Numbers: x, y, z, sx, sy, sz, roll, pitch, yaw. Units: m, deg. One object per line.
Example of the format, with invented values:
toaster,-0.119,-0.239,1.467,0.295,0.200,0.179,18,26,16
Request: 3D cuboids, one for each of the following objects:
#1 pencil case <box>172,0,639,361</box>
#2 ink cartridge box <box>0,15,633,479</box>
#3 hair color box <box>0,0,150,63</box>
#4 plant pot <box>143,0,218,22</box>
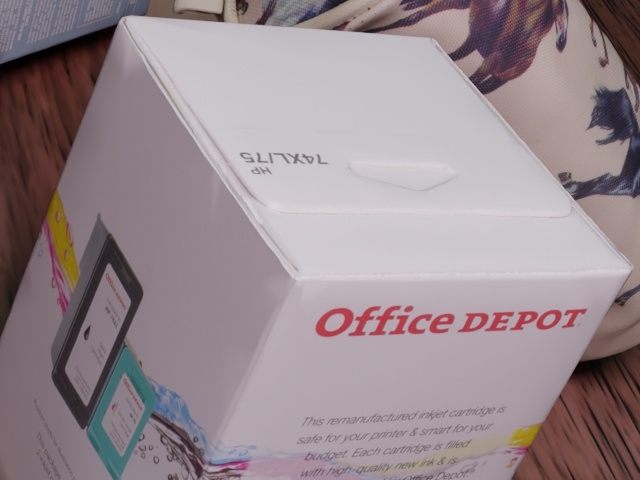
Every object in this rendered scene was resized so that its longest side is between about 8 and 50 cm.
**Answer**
pencil case,0.099,-0.075,1.177,0.410,0.183,0.160,44,55,-44
ink cartridge box,-0.021,0.056,0.960,0.198,0.270,0.197,0,39,-36
hair color box,-0.268,-0.200,1.264,0.185,0.114,0.374,25,24,17
plant pot,-0.073,-0.185,1.450,0.109,0.109,0.096,-17,63,-48
